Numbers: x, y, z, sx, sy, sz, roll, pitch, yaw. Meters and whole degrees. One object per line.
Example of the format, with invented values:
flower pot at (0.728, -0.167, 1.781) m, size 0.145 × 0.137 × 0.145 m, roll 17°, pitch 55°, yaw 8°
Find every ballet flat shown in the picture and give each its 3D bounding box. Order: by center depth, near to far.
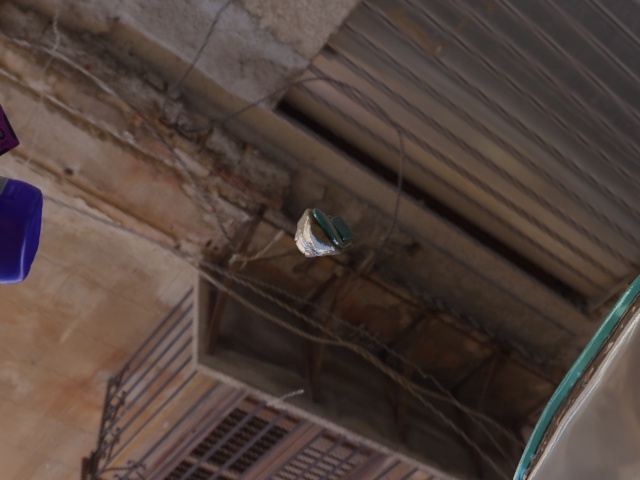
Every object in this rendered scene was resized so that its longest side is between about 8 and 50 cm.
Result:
ballet flat at (0.172, 0.204, 0.498) m, size 0.139 × 0.400 × 0.139 m, roll 23°, pitch -160°, yaw -9°
ballet flat at (0.000, 0.000, 0.855) m, size 0.057 × 0.052 × 0.168 m, roll 57°, pitch -170°, yaw 10°

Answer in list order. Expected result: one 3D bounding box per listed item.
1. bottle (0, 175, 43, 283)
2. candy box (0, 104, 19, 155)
bottle at (-0.446, -0.032, 0.812) m, size 0.283 × 0.118 × 0.092 m, roll 11°, pitch -141°, yaw -11°
candy box at (-0.391, -0.158, 0.690) m, size 0.159 × 0.071 × 0.233 m, roll -61°, pitch -46°, yaw -58°
